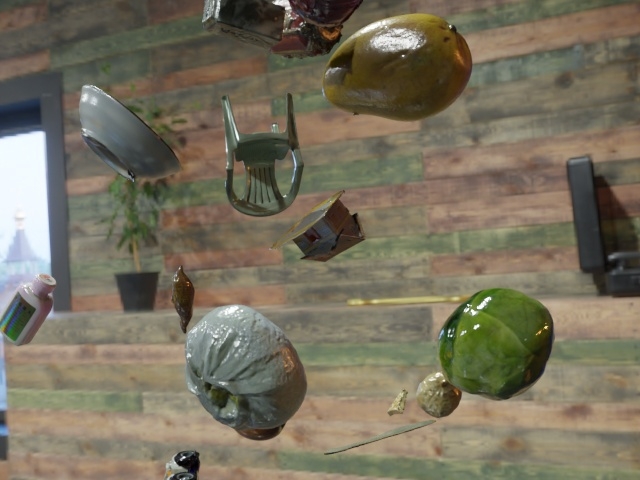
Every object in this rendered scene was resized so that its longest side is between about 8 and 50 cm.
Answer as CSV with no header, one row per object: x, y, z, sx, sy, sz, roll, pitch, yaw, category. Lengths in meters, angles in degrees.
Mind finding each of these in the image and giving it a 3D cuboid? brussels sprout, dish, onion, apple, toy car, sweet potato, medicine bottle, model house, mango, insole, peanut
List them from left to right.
-0.859,0.197,2.105,0.115,0.219,0.078,41,14,14,medicine bottle
-0.497,-0.237,1.769,0.316,0.106,0.316,35,-15,11,dish
-0.365,0.671,1.856,0.117,0.193,0.301,2,4,-5,toy car
-0.387,0.180,2.023,0.068,0.226,0.068,1,27,-1,sweet potato
-0.194,0.566,2.360,0.195,0.196,0.196,-4,-2,0,apple
0.000,0.000,1.845,0.219,0.136,0.207,-33,13,36,model house
0.021,-0.579,1.503,0.219,0.252,0.252,-14,3,-27,onion
0.165,0.518,1.891,0.348,0.009,0.119,-8,-13,-28,insole
0.210,-0.481,2.054,0.444,0.302,0.220,-11,11,28,mango
0.385,0.496,2.310,0.140,0.159,0.109,36,15,22,peanut
0.343,0.218,1.448,0.210,0.219,0.271,31,-27,7,brussels sprout

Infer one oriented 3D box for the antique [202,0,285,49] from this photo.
-0.184,-0.526,1.691,0.182,0.086,0.088,9,-6,-29,antique

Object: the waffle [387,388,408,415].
0.247,0.485,2.156,0.023,0.097,0.153,37,-16,4,waffle

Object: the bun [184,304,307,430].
-0.209,0.345,1.855,0.361,0.362,0.211,-6,21,42,bun

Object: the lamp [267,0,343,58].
-0.059,-0.610,2.042,0.177,0.177,0.273,-3,12,-38,lamp

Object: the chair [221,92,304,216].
-0.160,-0.228,1.914,0.203,0.275,0.191,-3,-25,-12,chair
